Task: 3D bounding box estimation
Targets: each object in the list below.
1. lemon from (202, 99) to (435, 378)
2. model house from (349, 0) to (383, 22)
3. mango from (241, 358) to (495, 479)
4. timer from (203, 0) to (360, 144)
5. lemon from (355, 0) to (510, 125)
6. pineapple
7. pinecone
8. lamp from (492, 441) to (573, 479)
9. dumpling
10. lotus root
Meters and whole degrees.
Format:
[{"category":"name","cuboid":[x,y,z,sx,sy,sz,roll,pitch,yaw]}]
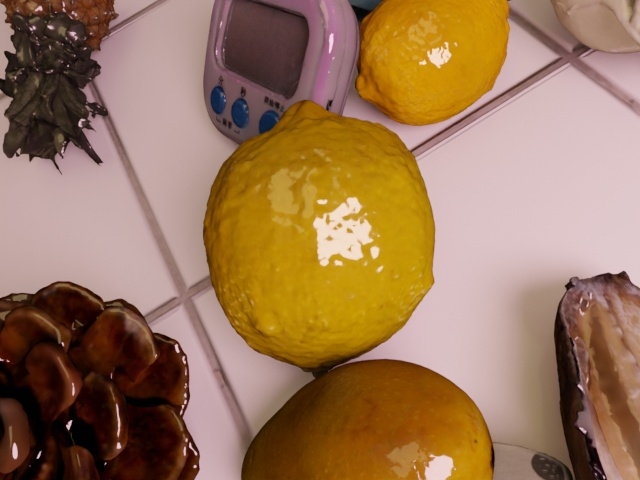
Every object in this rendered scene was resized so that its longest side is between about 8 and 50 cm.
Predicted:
[{"category":"lemon","cuboid":[0.000,0.000,0.451,0.192,0.192,0.231,-1,96,16]},{"category":"model house","cuboid":[0.096,-0.388,0.658,0.249,0.230,0.280,6,59,-27]},{"category":"mango","cuboid":[0.019,0.151,0.385,0.227,0.099,0.136,-29,21,46]},{"category":"timer","cuboid":[-0.049,-0.189,0.585,0.069,0.190,0.208,-9,34,-41]},{"category":"lemon","cuboid":[0.119,-0.199,0.559,0.187,0.142,0.142,-39,59,-5]},{"category":"pineapple","cuboid":[-0.364,-0.244,0.721,0.166,0.165,0.364,-12,62,10]},{"category":"pinecone","cuboid":[-0.217,0.148,0.395,0.244,0.309,0.243,-1,83,4]},{"category":"lamp","cuboid":[0.112,0.243,0.327,0.121,0.121,0.214,4,48,18]},{"category":"dumpling","cuboid":[0.329,-0.257,0.534,0.193,0.147,0.258,23,51,-16]},{"category":"lotus root","cuboid":[0.230,0.175,0.358,0.167,0.078,0.329,5,56,-19]}]
